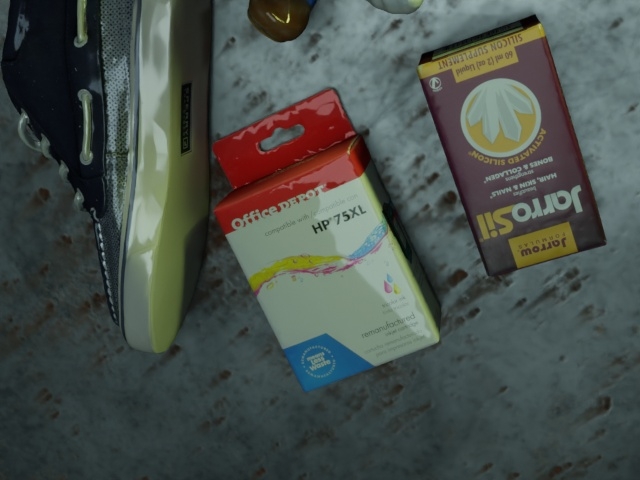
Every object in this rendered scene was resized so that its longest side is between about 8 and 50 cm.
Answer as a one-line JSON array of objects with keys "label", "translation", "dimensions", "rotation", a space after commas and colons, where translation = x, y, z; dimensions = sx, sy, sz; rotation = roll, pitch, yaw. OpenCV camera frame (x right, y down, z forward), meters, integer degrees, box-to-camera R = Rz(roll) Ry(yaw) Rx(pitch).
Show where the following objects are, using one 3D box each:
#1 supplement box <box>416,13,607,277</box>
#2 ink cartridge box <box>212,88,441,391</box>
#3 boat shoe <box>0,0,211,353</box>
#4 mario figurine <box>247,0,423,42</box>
[{"label": "supplement box", "translation": [0.158, -0.078, 0.850], "dimensions": [0.104, 0.081, 0.188], "rotation": [-18, 104, 14]}, {"label": "ink cartridge box", "translation": [0.000, 0.000, 0.903], "dimensions": [0.134, 0.078, 0.231], "rotation": [-23, 102, 16]}, {"label": "boat shoe", "translation": [-0.188, -0.076, 0.899], "dimensions": [0.158, 0.127, 0.341], "rotation": [8, 101, 14]}, {"label": "mario figurine", "translation": [0.024, -0.290, 0.741], "dimensions": [0.198, 0.170, 0.320], "rotation": [24, 129, -34]}]
